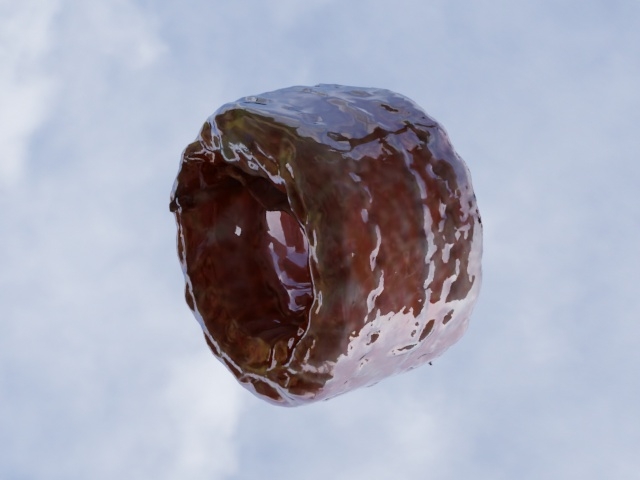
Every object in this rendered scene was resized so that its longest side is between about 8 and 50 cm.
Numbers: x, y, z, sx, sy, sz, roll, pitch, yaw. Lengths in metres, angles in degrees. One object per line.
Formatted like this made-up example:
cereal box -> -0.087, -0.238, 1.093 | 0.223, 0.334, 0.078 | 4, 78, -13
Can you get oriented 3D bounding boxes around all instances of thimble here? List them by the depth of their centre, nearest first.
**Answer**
thimble -> 0.000, 0.000, 1.244 | 0.239, 0.162, 0.239 | 25, -58, 47
